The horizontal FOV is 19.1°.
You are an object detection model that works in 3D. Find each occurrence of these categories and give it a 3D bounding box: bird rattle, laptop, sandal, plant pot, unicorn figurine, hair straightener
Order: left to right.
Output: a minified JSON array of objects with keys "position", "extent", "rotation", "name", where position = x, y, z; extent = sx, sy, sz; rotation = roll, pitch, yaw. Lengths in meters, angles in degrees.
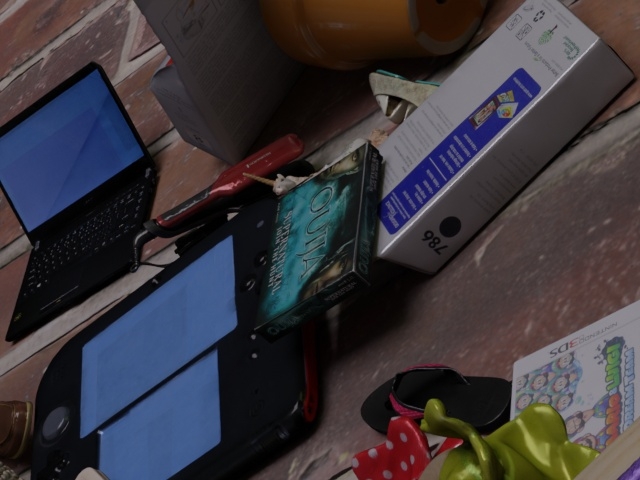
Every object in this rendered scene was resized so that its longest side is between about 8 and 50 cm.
[{"position":[-0.331,-0.048,2.361],"extent":[0.234,0.136,0.264],"rotation":[-31,33,32],"name":"laptop"},{"position":[-0.104,-0.022,2.058],"extent":[0.230,0.089,0.047],"rotation":[-34,42,-6],"name":"hair straightener"},{"position":[0.011,-0.062,1.979],"extent":[0.162,0.060,0.111],"rotation":[-29,30,4],"name":"unicorn figurine"},{"position":[0.070,-0.274,2.025],"extent":[0.188,0.205,0.205],"rotation":[17,68,43],"name":"plant pot"},{"position":[0.094,0.131,1.622],"extent":[0.179,0.040,0.067],"rotation":[-6,50,52],"name":"sandal"},{"position":[0.085,0.214,1.404],"extent":[0.253,0.143,0.207],"rotation":[-35,39,58],"name":"bird rattle"}]

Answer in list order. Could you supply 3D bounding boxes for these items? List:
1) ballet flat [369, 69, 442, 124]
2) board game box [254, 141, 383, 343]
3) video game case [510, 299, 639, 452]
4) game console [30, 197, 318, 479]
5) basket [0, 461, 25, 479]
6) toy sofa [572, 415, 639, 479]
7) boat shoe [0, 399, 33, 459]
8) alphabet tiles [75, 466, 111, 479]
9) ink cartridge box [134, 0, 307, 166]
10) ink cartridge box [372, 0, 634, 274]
[{"position":[0.090,-0.141,1.958],"extent":[0.052,0.057,0.168],"rotation":[-62,29,-4],"name":"ballet flat"},{"position":[0.000,0.000,1.802],"extent":[0.126,0.026,0.186],"rotation":[-32,31,30],"name":"board game box"},{"position":[0.207,0.129,1.486],"extent":[0.143,0.019,0.157],"rotation":[-30,33,33],"name":"video game case"},{"position":[-0.157,0.153,1.941],"extent":[0.386,0.060,0.342],"rotation":[-36,30,24],"name":"game console"},{"position":[-0.373,0.280,1.977],"extent":[0.113,0.103,0.167],"rotation":[-58,1,0],"name":"basket"},{"position":[0.243,0.199,1.206],"extent":[0.362,0.150,0.177],"rotation":[-45,27,8],"name":"toy sofa"},{"position":[-0.367,0.211,2.128],"extent":[0.178,0.060,0.064],"rotation":[-21,59,62],"name":"boat shoe"},{"position":[-0.269,0.361,1.829],"extent":[0.284,0.021,0.278],"rotation":[-58,35,0],"name":"alphabet tiles"},{"position":[-0.091,-0.298,2.098],"extent":[0.091,0.385,0.308],"rotation":[28,75,25],"name":"ink cartridge box"},{"position":[0.135,-0.086,1.812],"extent":[0.332,0.065,0.165],"rotation":[-43,28,9],"name":"ink cartridge box"}]
